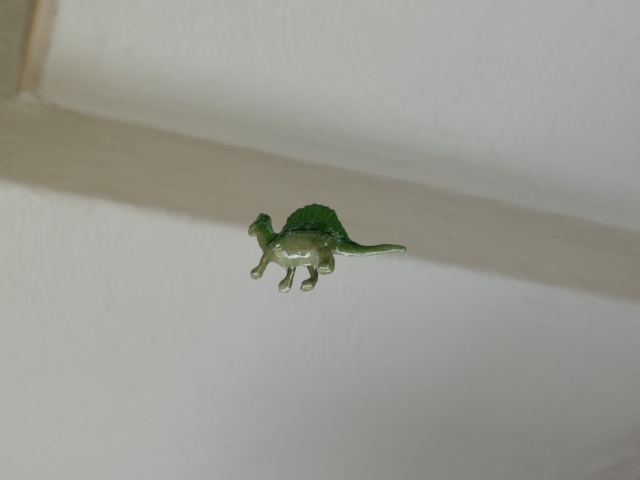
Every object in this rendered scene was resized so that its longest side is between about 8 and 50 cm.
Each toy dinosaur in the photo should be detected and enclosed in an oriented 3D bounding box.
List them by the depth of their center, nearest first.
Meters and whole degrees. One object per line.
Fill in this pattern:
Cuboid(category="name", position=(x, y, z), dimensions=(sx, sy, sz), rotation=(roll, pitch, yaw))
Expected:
Cuboid(category="toy dinosaur", position=(-0.001, 0.000, 0.858), dimensions=(0.120, 0.029, 0.060), rotation=(-8, 58, 27))
